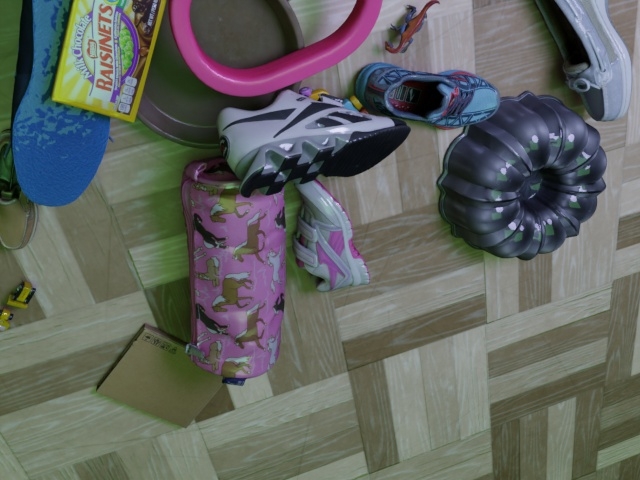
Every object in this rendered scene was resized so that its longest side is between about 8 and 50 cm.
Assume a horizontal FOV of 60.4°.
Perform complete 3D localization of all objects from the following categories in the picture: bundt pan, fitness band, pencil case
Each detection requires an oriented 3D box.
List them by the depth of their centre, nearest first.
[{"bbox_3d":[-0.056,-0.309,0.732,0.290,0.054,0.209,-22,135,1],"label":"fitness band"},{"bbox_3d":[-0.144,0.046,0.921,0.159,0.167,0.387,12,115,16],"label":"pencil case"},{"bbox_3d":[0.396,-0.103,1.035,0.330,0.124,0.331,-7,117,-15],"label":"bundt pan"}]

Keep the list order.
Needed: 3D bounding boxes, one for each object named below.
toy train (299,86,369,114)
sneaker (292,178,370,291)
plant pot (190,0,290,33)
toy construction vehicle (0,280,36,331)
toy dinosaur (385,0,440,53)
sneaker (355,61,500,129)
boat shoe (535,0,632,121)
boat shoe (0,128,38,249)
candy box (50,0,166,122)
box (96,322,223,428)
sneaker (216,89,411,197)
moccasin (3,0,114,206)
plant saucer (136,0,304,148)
[{"bbox_3d":[-0.003,-0.194,0.914,0.166,0.046,0.125,1,124,-20],"label":"toy train"},{"bbox_3d":[0.000,0.000,0.972,0.111,0.103,0.252,-27,119,-6],"label":"sneaker"},{"bbox_3d":[-0.136,-0.418,0.770,0.236,0.032,0.237,-7,117,-14],"label":"plant pot"},{"bbox_3d":[-0.528,0.098,0.898,0.085,0.035,0.098,24,108,-37],"label":"toy construction vehicle"},{"bbox_3d":[0.137,-0.338,0.876,0.047,0.090,0.082,30,72,-12],"label":"toy dinosaur"},{"bbox_3d":[0.193,-0.226,0.910,0.261,0.125,0.104,0,115,-17],"label":"sneaker"},{"bbox_3d":[0.441,-0.342,0.944,0.103,0.118,0.321,-28,116,4],"label":"boat shoe"},{"bbox_3d":[-0.462,-0.065,0.813,0.068,0.072,0.190,1,115,-18],"label":"boat shoe"},{"bbox_3d":[-0.263,-0.262,0.692,0.105,0.027,0.206,11,107,-30],"label":"candy box"},{"bbox_3d":[-0.295,0.265,1.053,0.201,0.021,0.164,34,101,-28],"label":"box"},{"bbox_3d":[-0.003,-0.172,0.829,0.330,0.146,0.122,-15,157,-38],"label":"sneaker"},{"bbox_3d":[-0.347,-0.219,0.757,0.137,0.117,0.342,7,108,-33],"label":"moccasin"},{"bbox_3d":[-0.161,-0.265,0.803,0.277,0.041,0.278,-8,129,-10],"label":"plant saucer"}]
